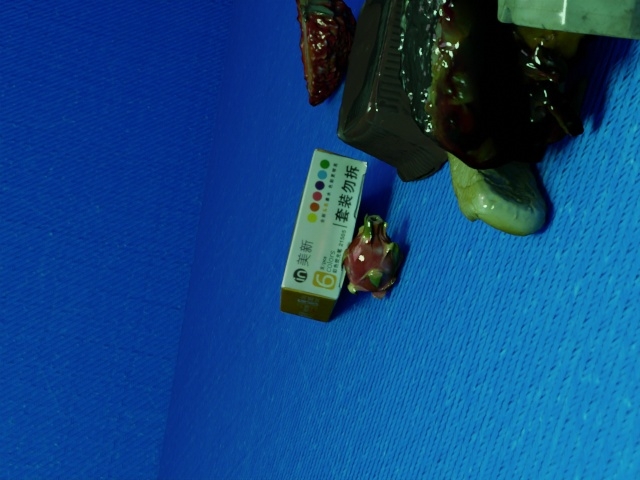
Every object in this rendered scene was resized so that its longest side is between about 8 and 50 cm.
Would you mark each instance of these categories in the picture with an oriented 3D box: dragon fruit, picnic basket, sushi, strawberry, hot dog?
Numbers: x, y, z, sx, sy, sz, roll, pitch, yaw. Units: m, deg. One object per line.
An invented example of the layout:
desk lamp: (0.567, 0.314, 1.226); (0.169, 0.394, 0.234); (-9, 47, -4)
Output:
dragon fruit: (0.073, 0.021, 1.555); (0.086, 0.081, 0.116); (-125, 35, -45)
picnic basket: (0.119, -0.240, 1.556); (0.222, 0.129, 0.297); (157, 126, -70)
sushi: (0.176, -0.195, 1.121); (0.212, 0.215, 0.227); (-95, 25, -52)
strawberry: (0.020, -0.366, 2.143); (0.236, 0.111, 0.190); (87, 172, -46)
hot dog: (0.185, -0.077, 1.238); (0.242, 0.084, 0.073); (-95, 21, -52)

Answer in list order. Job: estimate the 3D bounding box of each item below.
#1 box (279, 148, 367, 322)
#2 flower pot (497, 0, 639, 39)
box: (0.000, 0.000, 1.733); (0.274, 0.091, 0.220); (108, 175, -80)
flower pot: (0.247, -0.293, 0.908); (0.290, 0.290, 0.259); (-125, 40, -72)
